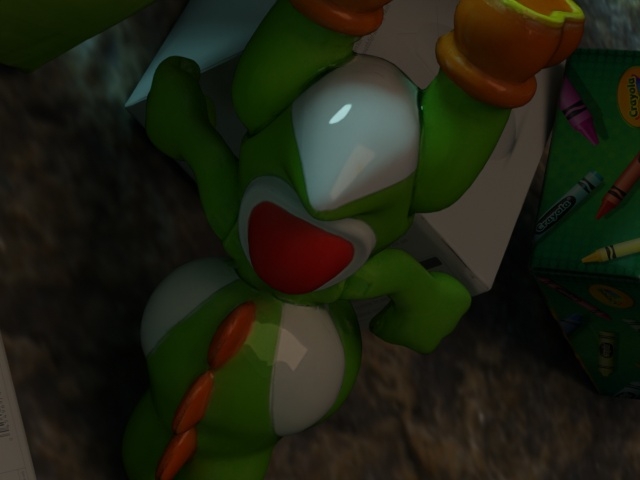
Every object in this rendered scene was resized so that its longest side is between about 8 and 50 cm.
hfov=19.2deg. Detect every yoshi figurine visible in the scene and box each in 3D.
[{"bbox_3d":[-0.003,-0.012,1.075,0.203,0.362,0.203,9,28,-42],"label":"yoshi figurine"}]

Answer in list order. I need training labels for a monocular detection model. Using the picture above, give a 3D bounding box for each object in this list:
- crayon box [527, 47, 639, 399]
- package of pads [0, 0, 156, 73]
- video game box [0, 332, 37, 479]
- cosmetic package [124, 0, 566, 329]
[{"bbox_3d":[0.227,-0.002,1.353,0.278,0.081,0.165,51,48,-61],"label":"crayon box"},{"bbox_3d":[-0.147,-0.202,0.970,0.229,0.296,0.101,20,59,-42],"label":"package of pads"},{"bbox_3d":[-0.222,0.149,0.940,0.187,0.048,0.205,-7,79,-50],"label":"video game box"},{"bbox_3d":[0.026,-0.102,1.237,0.224,0.138,0.224,49,45,-25],"label":"cosmetic package"}]
